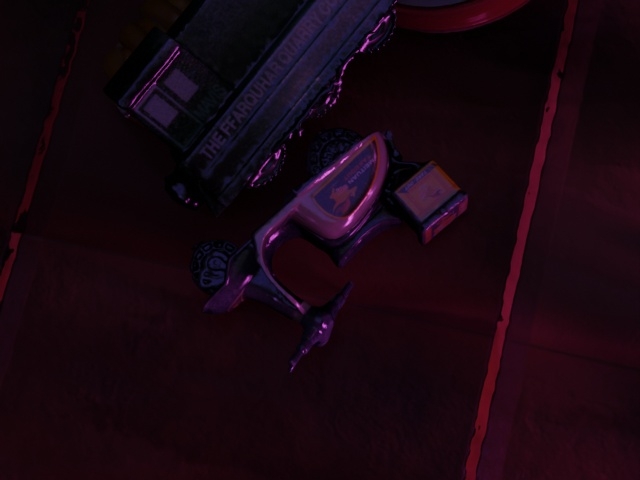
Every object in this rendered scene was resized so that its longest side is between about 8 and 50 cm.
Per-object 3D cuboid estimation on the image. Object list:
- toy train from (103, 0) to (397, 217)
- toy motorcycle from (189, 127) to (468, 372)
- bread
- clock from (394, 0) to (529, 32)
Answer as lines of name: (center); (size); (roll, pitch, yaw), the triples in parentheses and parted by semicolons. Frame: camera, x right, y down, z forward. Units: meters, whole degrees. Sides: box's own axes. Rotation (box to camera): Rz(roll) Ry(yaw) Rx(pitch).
toy train: (-0.061, -0.185, 1.702); (0.178, 0.138, 0.330); (38, 92, -12)
toy motorcycle: (0.000, 0.000, 1.726); (0.263, 0.091, 0.157); (-42, 77, -6)
bread: (-0.143, -0.196, 1.803); (0.119, 0.084, 0.177); (37, 85, 15)
clock: (0.124, -0.367, 1.794); (0.318, 0.080, 0.318); (0, 89, 21)
